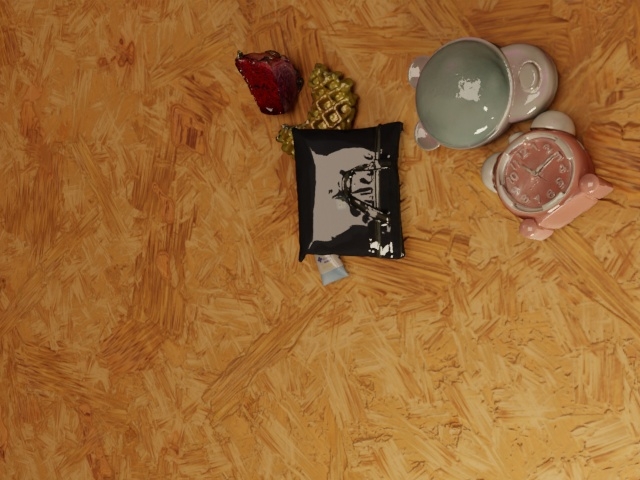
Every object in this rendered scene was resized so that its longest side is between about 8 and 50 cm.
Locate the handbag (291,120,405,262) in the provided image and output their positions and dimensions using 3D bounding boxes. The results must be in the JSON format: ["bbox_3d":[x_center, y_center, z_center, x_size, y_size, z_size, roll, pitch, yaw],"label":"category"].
[{"bbox_3d":[0.053,-0.089,1.218,0.211,0.088,0.254,-2,92,17],"label":"handbag"}]

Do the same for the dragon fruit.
[{"bbox_3d":[-0.090,-0.328,1.308,0.102,0.096,0.147,21,148,36],"label":"dragon fruit"}]

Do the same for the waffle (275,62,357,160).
[{"bbox_3d":[-0.010,-0.239,1.284,0.149,0.051,0.194,31,111,27],"label":"waffle"}]

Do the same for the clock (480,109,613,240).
[{"bbox_3d":[0.347,-0.102,1.032,0.166,0.092,0.162,-42,62,31],"label":"clock"}]

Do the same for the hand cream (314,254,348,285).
[{"bbox_3d":[0.000,0.000,1.301,0.065,0.043,0.171,-24,83,33],"label":"hand cream"}]

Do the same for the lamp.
[{"bbox_3d":[0.252,-0.240,1.069,0.246,0.108,0.180,-6,95,35],"label":"lamp"}]
